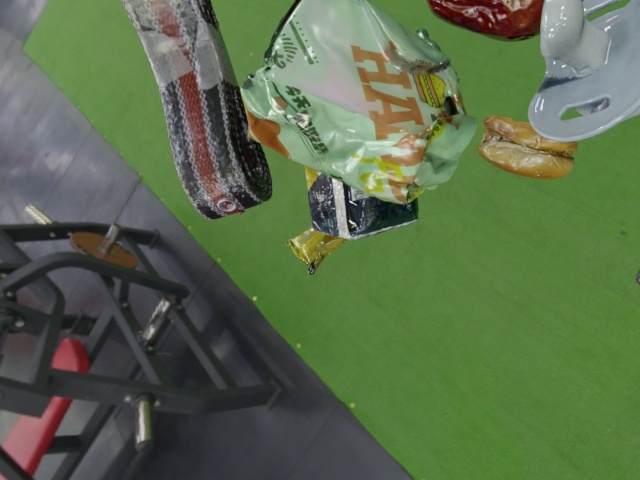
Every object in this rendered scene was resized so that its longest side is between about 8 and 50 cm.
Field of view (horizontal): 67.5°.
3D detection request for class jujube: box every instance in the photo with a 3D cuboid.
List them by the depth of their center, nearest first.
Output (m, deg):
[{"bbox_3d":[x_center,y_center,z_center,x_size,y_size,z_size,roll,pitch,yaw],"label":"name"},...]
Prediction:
[{"bbox_3d":[0.418,-0.598,1.146,0.318,0.223,0.222,18,85,23],"label":"jujube"}]

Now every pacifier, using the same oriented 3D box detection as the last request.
[{"bbox_3d":[0.387,-0.289,0.685,0.228,0.207,0.278,-7,61,62],"label":"pacifier"}]

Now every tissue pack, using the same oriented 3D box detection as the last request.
[{"bbox_3d":[0.105,-0.237,1.360,0.253,0.264,0.415,20,123,59],"label":"tissue pack"}]

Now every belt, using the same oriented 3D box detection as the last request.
[{"bbox_3d":[-0.150,-0.202,0.560,0.094,0.126,0.359,-16,99,6],"label":"belt"}]

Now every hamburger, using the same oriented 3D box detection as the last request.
[{"bbox_3d":[0.051,-0.148,0.482,0.125,0.214,0.235,-58,7,50],"label":"hamburger"},{"bbox_3d":[0.672,-0.298,1.556,0.315,0.290,0.170,14,111,5],"label":"hamburger"}]

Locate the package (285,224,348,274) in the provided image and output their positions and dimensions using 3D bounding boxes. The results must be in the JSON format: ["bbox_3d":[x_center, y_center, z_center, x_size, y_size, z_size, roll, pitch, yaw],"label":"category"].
[{"bbox_3d":[0.000,0.000,1.729,0.226,0.090,0.168,-40,69,-6],"label":"package"}]

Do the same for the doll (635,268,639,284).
[{"bbox_3d":[0.916,0.040,1.067,0.253,0.378,0.382,22,123,6],"label":"doll"}]
